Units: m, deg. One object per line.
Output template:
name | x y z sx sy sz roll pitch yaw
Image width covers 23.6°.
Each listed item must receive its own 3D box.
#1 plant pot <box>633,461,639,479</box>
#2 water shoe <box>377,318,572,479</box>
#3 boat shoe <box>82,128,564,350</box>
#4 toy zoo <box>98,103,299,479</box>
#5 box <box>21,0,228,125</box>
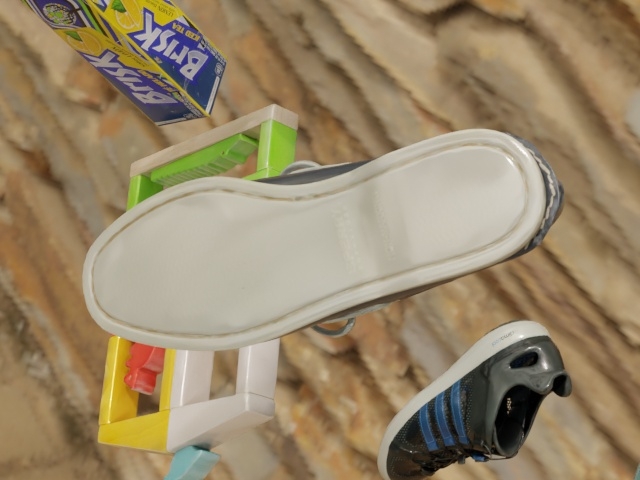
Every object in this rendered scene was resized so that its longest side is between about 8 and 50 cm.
plant pot | 0.230 0.142 0.499 0.255 0.271 0.272 46 21 -40
water shoe | 0.121 0.152 1.252 0.073 0.203 0.080 11 39 -40
boat shoe | 0.000 0.000 0.790 0.079 0.254 0.095 14 60 -68
toy zoo | -0.100 0.053 1.210 0.030 0.192 0.293 21 64 -38
box | -0.141 -0.154 1.111 0.169 0.054 0.059 43 52 -42
